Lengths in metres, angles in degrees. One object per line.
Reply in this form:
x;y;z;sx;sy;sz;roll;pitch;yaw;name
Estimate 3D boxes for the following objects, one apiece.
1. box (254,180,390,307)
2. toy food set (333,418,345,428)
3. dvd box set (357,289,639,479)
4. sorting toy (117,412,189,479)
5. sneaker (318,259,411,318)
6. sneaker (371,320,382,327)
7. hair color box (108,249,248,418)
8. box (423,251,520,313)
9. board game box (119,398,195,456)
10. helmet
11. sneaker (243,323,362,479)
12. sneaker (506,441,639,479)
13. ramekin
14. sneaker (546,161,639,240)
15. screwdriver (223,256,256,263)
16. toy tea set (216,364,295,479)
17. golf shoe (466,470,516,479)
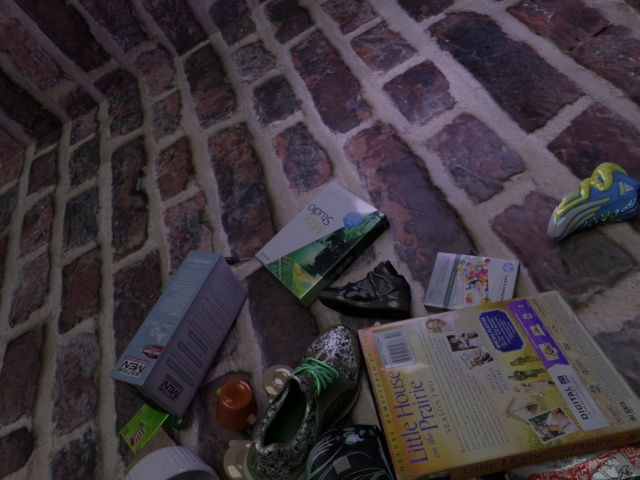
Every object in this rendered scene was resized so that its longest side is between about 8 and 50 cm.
0.000;0.000;1.346;0.322;0.058;0.232;-46;49;-8;box
0.043;0.421;1.046;0.078;0.019;0.122;-47;48;-10;toy food set
0.301;0.251;0.875;0.420;0.062;0.308;-11;39;-3;dvd box set
-0.387;0.550;1.155;0.132;0.046;0.274;29;73;38;sorting toy
0.111;0.117;1.188;0.227;0.087;0.130;-1;55;23;sneaker
0.134;0.263;1.086;0.075;0.063;0.170;-30;44;5;sneaker
-0.341;0.228;1.236;0.113;0.185;0.374;5;51;26;hair color box
0.344;0.105;1.107;0.186;0.038;0.145;7;61;30;box
-0.418;0.450;1.245;0.092;0.043;0.181;29;74;38;board game box
0.050;0.423;0.879;0.161;0.169;0.169;-22;50;3;helmet
-0.017;0.314;0.999;0.158;0.182;0.410;17;45;16;sneaker
0.430;0.411;0.809;0.270;0.090;0.145;-13;50;15;sneaker
-0.325;0.541;1.033;0.207;0.207;0.109;-49;41;-12;ramekin
0.611;-0.072;1.063;0.240;0.091;0.126;-45;50;-10;sneaker
-0.230;0.057;1.447;0.170;0.024;0.025;-4;26;23;screwdriver
-0.125;0.448;1.078;0.200;0.124;0.336;-5;46;-12;toy tea set
0.295;0.478;0.790;0.120;0.105;0.273;-44;59;27;golf shoe
